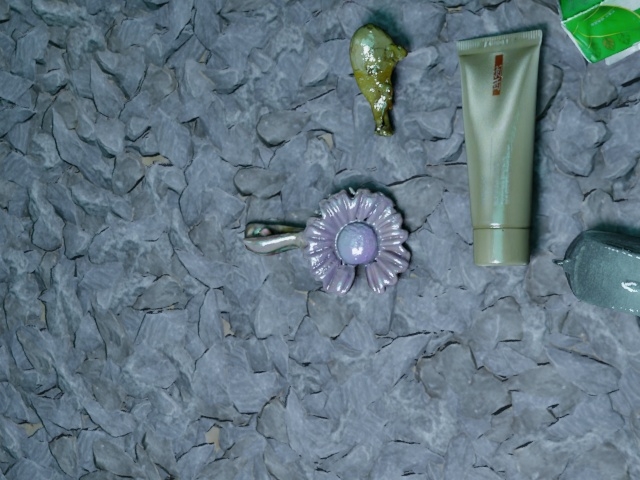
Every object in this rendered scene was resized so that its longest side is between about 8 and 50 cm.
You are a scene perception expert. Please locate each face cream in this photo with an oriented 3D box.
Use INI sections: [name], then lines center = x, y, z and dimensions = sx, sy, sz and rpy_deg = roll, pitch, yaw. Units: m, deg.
[face cream]
center = 0.264, -0.133, 1.527
dimensions = 0.137, 0.084, 0.341
rpy_deg = -1, 88, 36

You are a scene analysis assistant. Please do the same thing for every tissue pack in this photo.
[tissue pack]
center = 0.438, -0.334, 1.384
dimensions = 0.209, 0.156, 0.148
rpy_deg = -25, 45, 27

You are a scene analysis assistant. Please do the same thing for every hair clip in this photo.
[hair clip]
center = -0.005, 0.001, 1.673
dimensions = 0.300, 0.069, 0.173
rpy_deg = 0, 96, 26

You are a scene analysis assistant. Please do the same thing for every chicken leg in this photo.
[chicken leg]
center = 0.095, -0.247, 1.602
dimensions = 0.093, 0.070, 0.178
rpy_deg = -2, 102, 20

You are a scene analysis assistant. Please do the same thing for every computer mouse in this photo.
[computer mouse]
center = 0.441, 0.051, 1.462
dimensions = 0.229, 0.068, 0.113
rpy_deg = 18, 117, 34
